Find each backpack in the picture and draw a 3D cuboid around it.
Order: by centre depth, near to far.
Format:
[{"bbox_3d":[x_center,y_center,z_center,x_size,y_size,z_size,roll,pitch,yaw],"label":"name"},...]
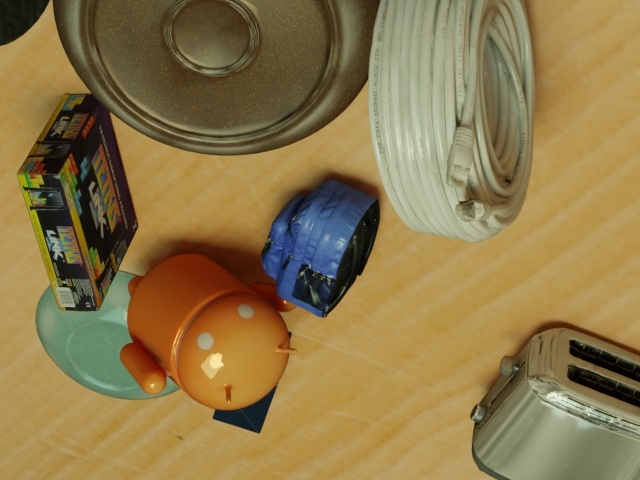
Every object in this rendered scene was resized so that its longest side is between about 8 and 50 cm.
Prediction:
[{"bbox_3d":[0.000,0.000,1.640,0.101,0.098,0.120,26,131,4],"label":"backpack"}]

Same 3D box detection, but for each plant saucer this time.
[{"bbox_3d":[-0.098,-0.199,1.513,0.311,0.050,0.310,3,126,4],"label":"plant saucer"},{"bbox_3d":[-0.230,0.118,1.831,0.195,0.037,0.195,7,129,9],"label":"plant saucer"}]

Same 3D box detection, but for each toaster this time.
[{"bbox_3d":[0.278,0.192,1.709,0.227,0.129,0.146,23,128,-3],"label":"toaster"}]

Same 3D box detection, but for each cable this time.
[{"bbox_3d":[0.120,-0.126,1.408,0.089,0.257,0.257,-2,170,21],"label":"cable"}]

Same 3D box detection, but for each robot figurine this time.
[{"bbox_3d":[-0.113,0.091,1.682,0.158,0.219,0.128,8,107,-38],"label":"robot figurine"}]

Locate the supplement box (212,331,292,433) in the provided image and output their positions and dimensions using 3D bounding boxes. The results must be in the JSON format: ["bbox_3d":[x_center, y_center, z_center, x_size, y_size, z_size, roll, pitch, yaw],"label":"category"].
[{"bbox_3d":[-0.074,0.147,1.785,0.056,0.083,0.083,18,130,-2],"label":"supplement box"}]

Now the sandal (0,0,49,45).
[{"bbox_3d":[-0.348,-0.366,1.400,0.107,0.167,0.445,17,134,29],"label":"sandal"}]

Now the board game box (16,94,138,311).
[{"bbox_3d":[-0.238,-0.038,1.639,0.048,0.141,0.170,2,129,15],"label":"board game box"}]
